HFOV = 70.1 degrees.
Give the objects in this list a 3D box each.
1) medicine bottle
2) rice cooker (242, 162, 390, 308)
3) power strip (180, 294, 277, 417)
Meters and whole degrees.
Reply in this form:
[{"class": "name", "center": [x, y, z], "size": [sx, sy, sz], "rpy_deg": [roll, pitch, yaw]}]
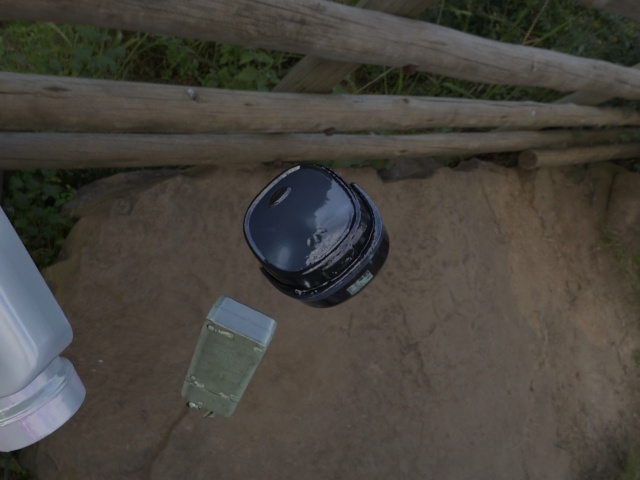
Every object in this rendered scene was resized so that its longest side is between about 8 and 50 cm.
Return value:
[{"class": "medicine bottle", "center": [-0.365, 0.074, 0.477], "size": [0.111, 0.161, 0.296], "rpy_deg": [-70, 145, -64]}, {"class": "rice cooker", "center": [0.000, 0.000, 0.889], "size": [0.224, 0.268, 0.266], "rpy_deg": [49, 48, -59]}, {"class": "power strip", "center": [-0.149, 0.196, 0.686], "size": [0.093, 0.288, 0.053], "rpy_deg": [25, 42, -3]}]
